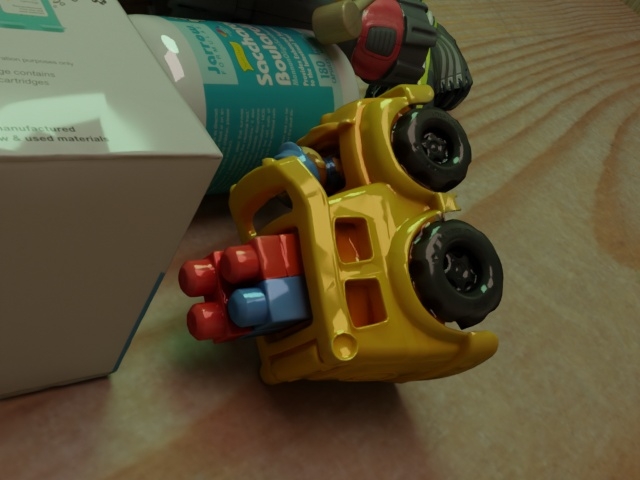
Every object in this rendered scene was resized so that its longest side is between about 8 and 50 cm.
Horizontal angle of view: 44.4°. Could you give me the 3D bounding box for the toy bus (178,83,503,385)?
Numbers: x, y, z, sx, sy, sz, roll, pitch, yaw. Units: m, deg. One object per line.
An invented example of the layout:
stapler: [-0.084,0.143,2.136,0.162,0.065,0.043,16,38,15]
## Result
toy bus: [0.000,0.000,0.575,0.211,0.149,0.220,-2,74,-30]

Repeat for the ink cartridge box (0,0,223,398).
ink cartridge box: [-0.229,-0.066,0.457,0.197,0.198,0.270,-7,51,-42]

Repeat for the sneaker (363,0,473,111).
sneaker: [0.138,-0.205,1.002,0.121,0.111,0.300,34,39,-15]

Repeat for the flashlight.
flashlight: [-0.025,-0.229,0.807,0.304,0.103,0.103,4,62,-31]

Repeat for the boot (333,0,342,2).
boot: [-0.016,-0.316,1.039,0.197,0.073,0.152,36,32,24]

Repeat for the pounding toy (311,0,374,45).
pounding toy: [-0.013,-0.266,0.701,0.181,0.094,0.206,26,61,-58]

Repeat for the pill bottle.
pill bottle: [-0.100,-0.110,0.656,0.264,0.146,0.146,-11,55,-46]
